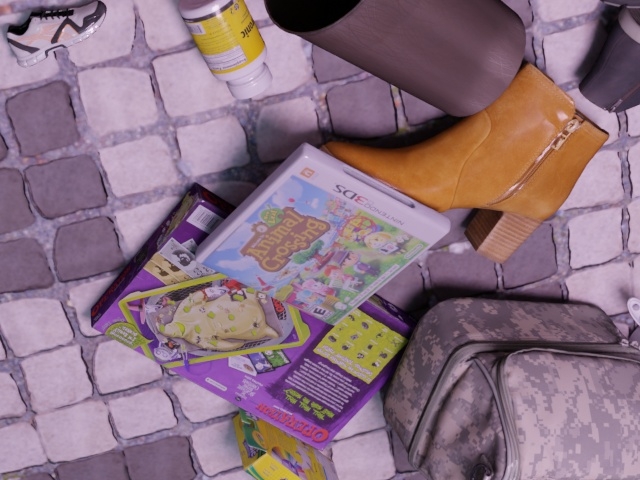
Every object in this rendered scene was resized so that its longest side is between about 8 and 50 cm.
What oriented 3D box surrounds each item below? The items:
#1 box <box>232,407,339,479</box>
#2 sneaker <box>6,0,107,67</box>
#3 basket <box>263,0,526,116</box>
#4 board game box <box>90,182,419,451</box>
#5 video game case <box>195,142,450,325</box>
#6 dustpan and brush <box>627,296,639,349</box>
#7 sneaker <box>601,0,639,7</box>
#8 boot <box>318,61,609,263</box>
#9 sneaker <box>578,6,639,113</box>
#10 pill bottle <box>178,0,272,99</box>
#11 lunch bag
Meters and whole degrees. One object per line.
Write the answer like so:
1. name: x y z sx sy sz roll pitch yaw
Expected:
1. box: -0.044 0.273 1.695 0.043 0.105 0.179 -39 120 12
2. sneaker: -0.266 -0.215 1.385 0.109 0.040 0.044 -27 121 5
3. basket: 0.086 -0.227 1.378 0.227 0.204 0.154 26 94 -34
4. board game box: -0.069 0.098 1.619 0.347 0.056 0.208 33 106 -27
5. video game case: 0.000 0.000 1.490 0.193 0.023 0.212 26 134 -25
6. dustpan and brush: 0.426 0.125 1.730 0.147 0.060 0.211 -35 122 10
7. sneaker: 0.261 -0.309 1.405 0.267 0.101 0.106 9 117 -17
8. boot: 0.163 -0.112 1.515 0.295 0.104 0.211 25 108 -29
9. sneaker: 0.396 -0.194 1.530 0.222 0.083 0.118 8 138 -24
10. pill bottle: -0.094 -0.205 1.413 0.065 0.065 0.116 -24 124 4
11. lunch bag: 0.265 0.217 1.613 0.305 0.256 0.212 6 123 -29
